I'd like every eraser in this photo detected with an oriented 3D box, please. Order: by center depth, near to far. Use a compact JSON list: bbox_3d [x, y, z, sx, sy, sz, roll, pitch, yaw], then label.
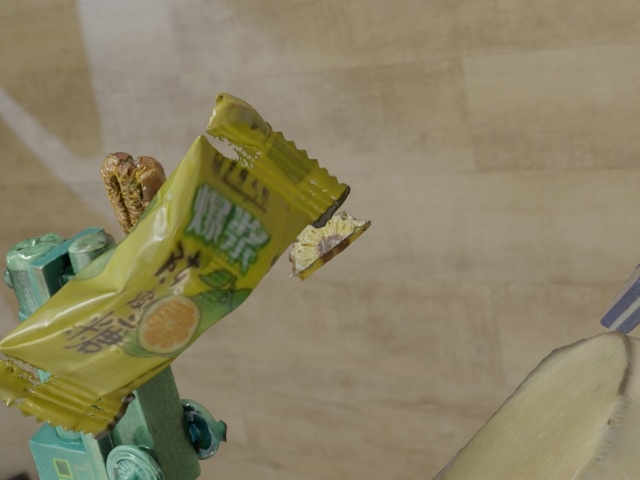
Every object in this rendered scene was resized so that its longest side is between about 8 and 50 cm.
[{"bbox_3d":[0.359,0.044,1.376,0.036,0.082,0.225,35,167,10],"label":"eraser"}]

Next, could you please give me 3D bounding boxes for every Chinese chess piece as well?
[{"bbox_3d":[0.174,0.224,0.962,0.140,0.338,0.338,42,130,-3],"label":"Chinese chess piece"}]

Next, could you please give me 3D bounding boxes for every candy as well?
[{"bbox_3d":[-0.118,0.032,0.977,0.297,0.187,0.081,-48,55,3],"label":"candy"}]

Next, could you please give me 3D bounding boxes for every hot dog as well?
[{"bbox_3d":[-0.197,-0.047,1.390,0.071,0.045,0.165,16,156,9],"label":"hot dog"}]

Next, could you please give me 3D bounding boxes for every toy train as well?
[{"bbox_3d":[-0.214,0.129,1.226,0.194,0.120,0.298,3,117,34],"label":"toy train"}]

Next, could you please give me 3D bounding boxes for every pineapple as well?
[{"bbox_3d":[0.000,0.000,1.095,0.045,0.083,0.019,37,157,33],"label":"pineapple"}]
